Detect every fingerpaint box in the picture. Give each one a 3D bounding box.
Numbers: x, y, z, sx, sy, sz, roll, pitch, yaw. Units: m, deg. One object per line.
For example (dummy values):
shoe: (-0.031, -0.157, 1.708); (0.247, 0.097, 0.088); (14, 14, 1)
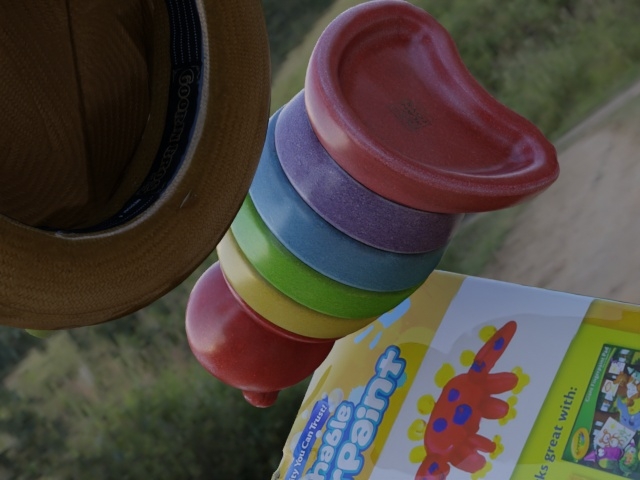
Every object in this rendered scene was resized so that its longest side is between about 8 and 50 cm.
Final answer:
fingerpaint box: (0.121, 0.263, 1.022); (0.371, 0.163, 0.444); (9, 72, 46)

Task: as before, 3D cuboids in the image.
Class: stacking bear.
stacking bear: (0.000, 0.000, 0.976); (0.164, 0.175, 0.289); (-22, -24, -46)

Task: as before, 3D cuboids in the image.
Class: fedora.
fedora: (-0.107, -0.064, 0.490); (0.194, 0.194, 0.079); (-36, 17, -36)

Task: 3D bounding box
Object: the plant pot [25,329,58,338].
plant pot: (-0.258, 0.052, 1.355); (0.079, 0.083, 0.083); (-44, -3, 20)
